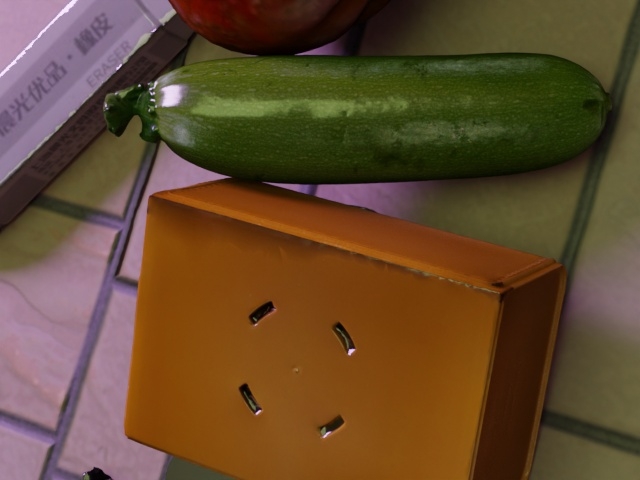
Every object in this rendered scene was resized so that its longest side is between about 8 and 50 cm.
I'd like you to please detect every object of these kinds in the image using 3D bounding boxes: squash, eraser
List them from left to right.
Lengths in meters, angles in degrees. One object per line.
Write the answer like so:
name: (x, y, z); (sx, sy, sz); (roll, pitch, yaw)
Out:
eraser: (-0.229, -0.126, 1.327); (0.352, 0.061, 0.089); (-44, 72, 11)
squash: (0.025, -0.091, 1.137); (0.378, 0.101, 0.101); (1, 79, 3)

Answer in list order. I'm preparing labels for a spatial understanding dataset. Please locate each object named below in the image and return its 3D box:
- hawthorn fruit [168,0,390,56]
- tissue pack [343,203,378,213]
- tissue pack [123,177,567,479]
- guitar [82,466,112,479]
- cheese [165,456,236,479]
hawthorn fruit: (-0.013, -0.285, 1.161); (0.284, 0.284, 0.284); (-5, 77, 24)
tissue pack: (0.000, 0.000, 1.205); (0.083, 0.042, 0.062); (7, 85, 26)
tissue pack: (0.016, 0.080, 1.099); (0.274, 0.145, 0.195); (17, 105, 26)
guitar: (-0.157, 0.308, 1.206); (0.038, 0.084, 0.271); (-15, 67, 18)
cheese: (-0.092, 0.216, 1.207); (0.086, 0.036, 0.163); (24, 90, 25)
